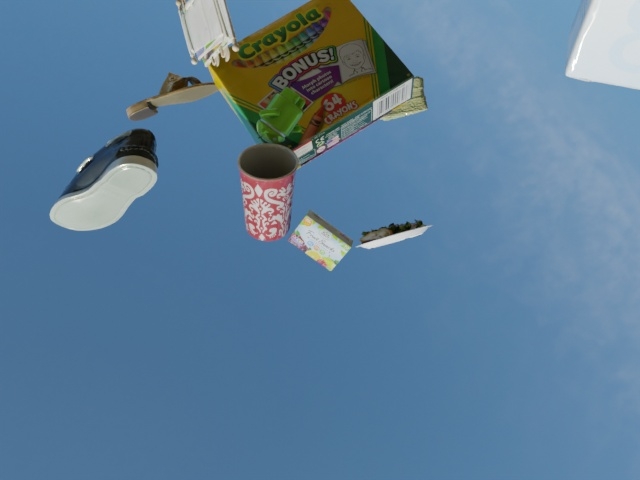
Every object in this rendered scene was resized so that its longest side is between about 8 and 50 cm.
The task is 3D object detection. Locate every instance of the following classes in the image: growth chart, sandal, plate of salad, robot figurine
[{"bbox_3d":[-0.248,-0.461,1.376,0.021,0.237,0.172,-19,-76,-32],"label":"growth chart"},{"bbox_3d":[-0.374,-0.377,1.571,0.240,0.088,0.079,-20,-97,2],"label":"sandal"},{"bbox_3d":[0.180,-0.020,1.582,0.200,0.200,0.048,-14,-94,-35],"label":"plate of salad"},{"bbox_3d":[-0.079,-0.239,1.241,0.067,0.115,0.101,39,-173,26],"label":"robot figurine"}]

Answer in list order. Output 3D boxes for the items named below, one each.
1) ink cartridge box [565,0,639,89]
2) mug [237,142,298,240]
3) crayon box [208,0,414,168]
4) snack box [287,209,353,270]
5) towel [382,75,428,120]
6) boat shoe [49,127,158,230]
[{"bbox_3d":[0.448,-0.305,0.603,0.308,0.385,0.091,13,-127,9],"label":"ink cartridge box"},{"bbox_3d":[-0.091,-0.098,1.251,0.113,0.169,0.150,30,-130,24],"label":"mug"},{"bbox_3d":[-0.025,-0.368,1.455,0.363,0.106,0.313,-32,-109,-7],"label":"crayon box"},{"bbox_3d":[0.000,0.000,1.634,0.141,0.100,0.037,35,-147,-5],"label":"snack box"},{"bbox_3d":[0.235,-0.415,1.859,0.027,0.148,0.110,-31,-69,-76],"label":"towel"},{"bbox_3d":[-0.399,-0.107,1.184,0.114,0.302,0.091,30,-132,-44],"label":"boat shoe"}]
